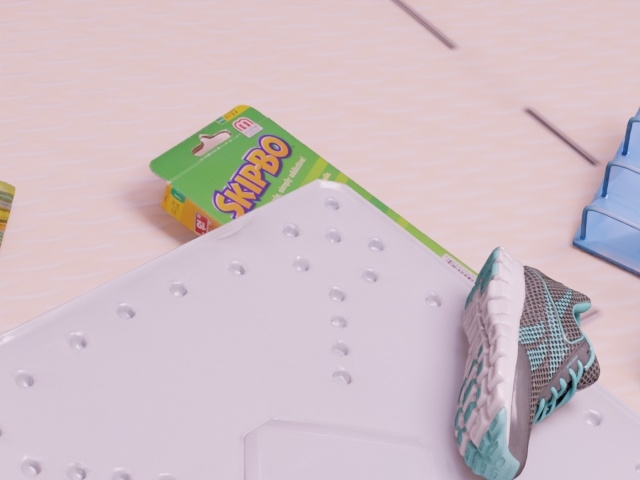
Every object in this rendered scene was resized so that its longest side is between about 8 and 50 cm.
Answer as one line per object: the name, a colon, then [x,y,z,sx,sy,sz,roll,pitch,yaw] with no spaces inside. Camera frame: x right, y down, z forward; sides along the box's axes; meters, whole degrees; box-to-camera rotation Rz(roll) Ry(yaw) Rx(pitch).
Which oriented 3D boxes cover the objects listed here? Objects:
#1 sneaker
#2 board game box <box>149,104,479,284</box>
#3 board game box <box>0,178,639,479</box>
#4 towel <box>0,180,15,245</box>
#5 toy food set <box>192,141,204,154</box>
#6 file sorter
sneaker: [0.119,0.070,0.995,0.076,0.065,0.166,19,41,-6]
board game box: [0.000,0.000,1.348,0.259,0.039,0.124,39,45,15]
board game box: [0.010,0.154,0.942,0.390,0.050,0.390,39,44,24]
towel: [-0.282,0.029,1.260,0.102,0.021,0.237,9,41,-5]
toy food set: [-0.063,-0.025,1.389,0.122,0.019,0.078,34,44,11]
file sorter: [0.288,-0.059,1.402,0.118,0.104,0.170,26,78,12]
